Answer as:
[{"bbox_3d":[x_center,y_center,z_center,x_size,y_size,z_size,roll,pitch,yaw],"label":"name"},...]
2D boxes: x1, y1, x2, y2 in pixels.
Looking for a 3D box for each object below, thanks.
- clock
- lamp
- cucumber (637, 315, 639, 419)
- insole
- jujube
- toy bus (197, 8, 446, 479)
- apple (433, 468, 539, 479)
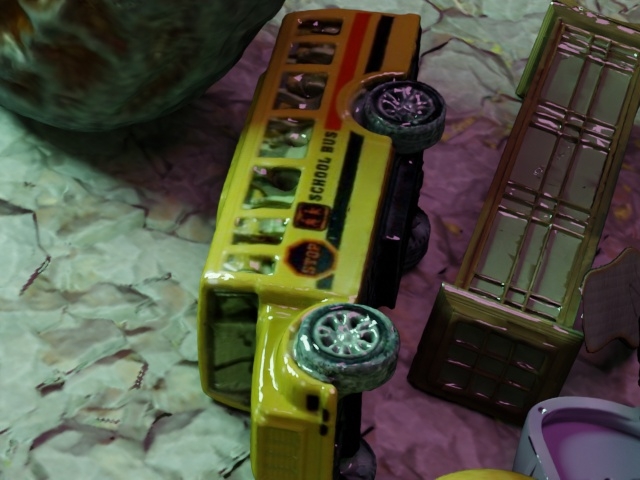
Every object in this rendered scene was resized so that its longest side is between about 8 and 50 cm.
[{"bbox_3d":[0.172,0.159,0.996,0.110,0.050,0.153,-1,46,-18],"label":"clock"},{"bbox_3d":[0.145,-0.029,1.153,0.089,0.090,0.325,20,43,4],"label":"lamp"},{"bbox_3d":[0.204,0.145,0.929,0.072,0.072,0.300,11,43,-6],"label":"cucumber"},{"bbox_3d":[0.178,0.037,1.071,0.004,0.064,0.188,-2,2,23],"label":"insole"},{"bbox_3d":[-0.125,-0.208,1.093,0.215,0.308,0.246,-14,58,-33],"label":"jujube"},{"bbox_3d":[0.000,0.000,1.059,0.123,0.121,0.335,9,43,5],"label":"toy bus"},{"bbox_3d":[0.076,0.199,0.845,0.199,0.199,0.199,9,44,-8],"label":"apple"}]
